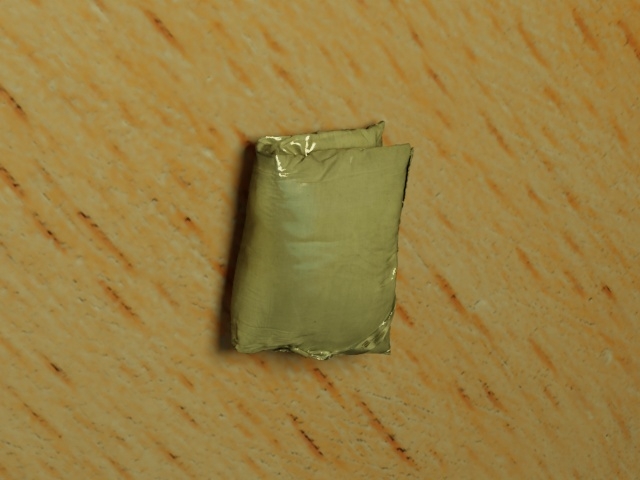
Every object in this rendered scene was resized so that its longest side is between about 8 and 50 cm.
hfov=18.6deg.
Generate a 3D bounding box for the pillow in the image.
[{"bbox_3d":[0.000,0.000,1.516,0.134,0.078,0.181,-2,109,-30],"label":"pillow"}]
